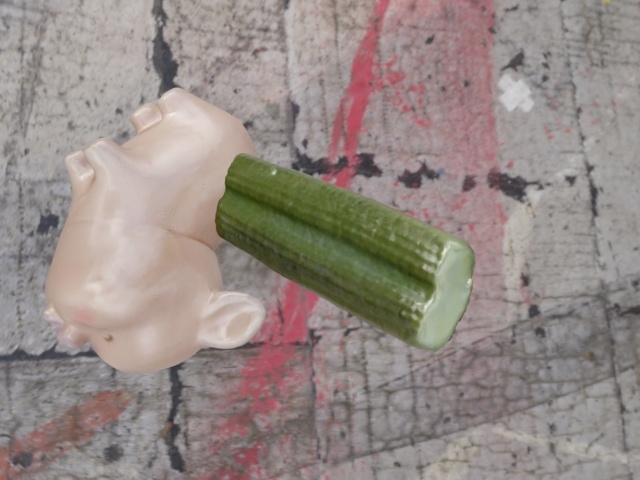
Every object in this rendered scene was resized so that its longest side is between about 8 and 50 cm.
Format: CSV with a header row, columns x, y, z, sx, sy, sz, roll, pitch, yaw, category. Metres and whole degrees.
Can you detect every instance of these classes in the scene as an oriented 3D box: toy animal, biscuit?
x,y,z,sx,sy,sz,roll,pitch,yaw,category
-0.185,-0.007,0.884,0.326,0.237,0.269,-47,109,-30,toy animal
0.000,0.000,0.652,0.038,0.322,0.099,7,103,-39,biscuit
